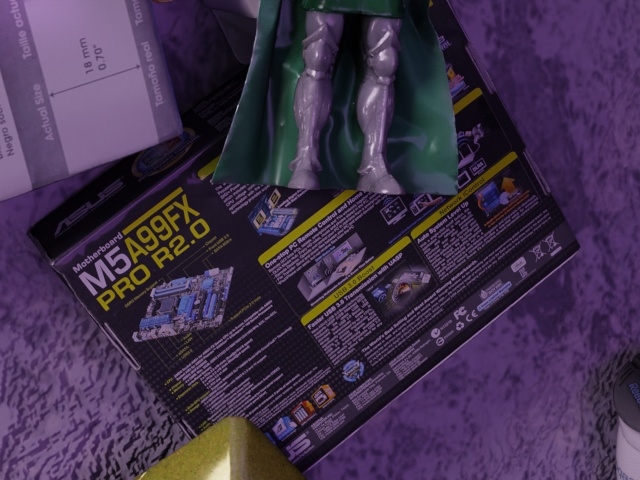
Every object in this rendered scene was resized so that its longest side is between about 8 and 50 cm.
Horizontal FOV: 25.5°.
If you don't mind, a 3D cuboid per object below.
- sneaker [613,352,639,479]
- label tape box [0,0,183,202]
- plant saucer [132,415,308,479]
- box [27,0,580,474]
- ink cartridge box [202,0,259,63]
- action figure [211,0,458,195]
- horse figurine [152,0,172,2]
[{"bbox_3d":[0.337,0.133,1.086,0.297,0.111,0.129,-9,124,-24],"label":"sneaker"},{"bbox_3d":[-0.254,-0.113,0.654,0.333,0.106,0.241,-22,114,-23],"label":"label tape box"},{"bbox_3d":[-0.067,0.220,0.852,0.188,0.045,0.188,-35,121,9],"label":"plant saucer"},{"bbox_3d":[0.000,0.000,0.843,0.270,0.060,0.216,-38,119,-7],"label":"box"},{"bbox_3d":[-0.029,-0.203,0.780,0.115,0.067,0.198,-36,119,-18],"label":"ink cartridge box"},{"bbox_3d":[0.018,-0.141,0.743,0.137,0.063,0.232,1,94,-17],"label":"action figure"},{"bbox_3d":[-0.068,-0.233,0.653,0.174,0.066,0.263,0,89,-55],"label":"horse figurine"}]
